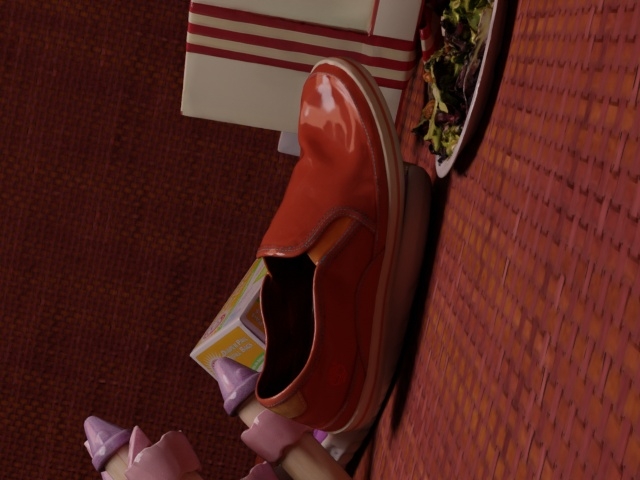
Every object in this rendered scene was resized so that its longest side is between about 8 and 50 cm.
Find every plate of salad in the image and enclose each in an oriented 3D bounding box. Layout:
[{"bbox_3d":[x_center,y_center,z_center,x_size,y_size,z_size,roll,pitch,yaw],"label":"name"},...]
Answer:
[{"bbox_3d":[0.110,-0.150,1.058,0.200,0.048,0.199,-168,90,-86],"label":"plate of salad"}]

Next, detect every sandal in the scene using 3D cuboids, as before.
[{"bbox_3d":[0.014,0.101,1.266,0.169,0.102,0.416,-85,9,-48],"label":"sandal"}]

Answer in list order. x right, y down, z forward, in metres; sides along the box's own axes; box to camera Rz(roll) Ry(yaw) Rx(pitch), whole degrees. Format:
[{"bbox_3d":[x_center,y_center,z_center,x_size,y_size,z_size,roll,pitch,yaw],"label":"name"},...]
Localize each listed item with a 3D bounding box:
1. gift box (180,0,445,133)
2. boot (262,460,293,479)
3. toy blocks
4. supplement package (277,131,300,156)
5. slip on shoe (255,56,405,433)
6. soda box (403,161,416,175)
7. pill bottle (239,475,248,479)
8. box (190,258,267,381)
[{"bbox_3d":[0.003,-0.246,1.373,0.255,0.258,0.276,-82,1,-47],"label":"gift box"},{"bbox_3d":[-0.021,0.217,1.536,0.248,0.090,0.206,-77,-1,-72],"label":"boot"},{"bbox_3d":[-0.162,0.270,1.278,0.309,0.260,0.288,-37,-15,-24],"label":"toy blocks"},{"bbox_3d":[0.037,-0.240,1.780,0.134,0.139,0.244,112,171,-65],"label":"supplement package"},{"bbox_3d":[0.000,-0.001,1.128,0.123,0.101,0.331,-7,76,56],"label":"slip on shoe"},{"bbox_3d":[0.053,-0.009,1.403,0.181,0.058,0.061,107,173,-51],"label":"soda box"},{"bbox_3d":[-0.071,0.369,1.611,0.215,0.117,0.117,-113,35,-84],"label":"pill bottle"},{"bbox_3d":[-0.042,0.080,1.502,0.114,0.103,0.203,-38,14,44],"label":"box"}]
